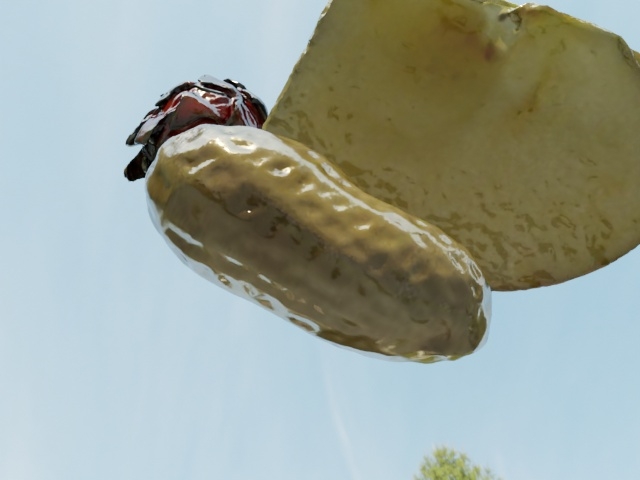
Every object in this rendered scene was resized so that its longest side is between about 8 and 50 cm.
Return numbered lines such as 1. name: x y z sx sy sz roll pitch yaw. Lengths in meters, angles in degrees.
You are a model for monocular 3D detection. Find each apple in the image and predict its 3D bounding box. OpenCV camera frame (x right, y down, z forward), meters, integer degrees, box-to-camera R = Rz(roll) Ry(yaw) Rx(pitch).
1. apple: 0.134 -0.105 0.563 0.309 0.314 0.252 31 -39 6

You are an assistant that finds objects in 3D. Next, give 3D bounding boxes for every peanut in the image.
1. peanut: 0.000 0.000 0.385 0.226 0.108 0.095 28 -53 8

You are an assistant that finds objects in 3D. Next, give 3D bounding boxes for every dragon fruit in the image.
1. dragon fruit: -0.152 -0.131 0.854 0.182 0.189 0.182 7 -33 4
